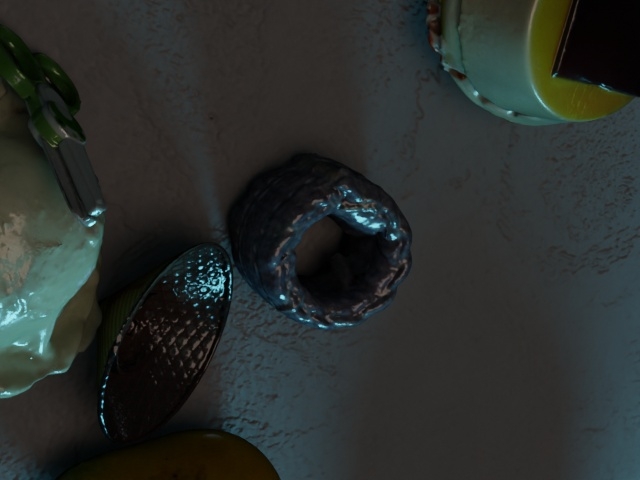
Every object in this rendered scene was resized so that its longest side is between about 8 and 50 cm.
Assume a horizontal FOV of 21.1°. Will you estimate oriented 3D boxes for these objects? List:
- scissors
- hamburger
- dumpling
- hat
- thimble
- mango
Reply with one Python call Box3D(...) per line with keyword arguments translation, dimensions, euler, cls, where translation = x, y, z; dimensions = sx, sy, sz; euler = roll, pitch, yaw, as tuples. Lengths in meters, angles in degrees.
Box3D(translation=(-0.206, -0.087, 1.330), dimensions=(0.027, 0.204, 0.101), euler=(-41, 138, 15), cls="scissors")
Box3D(translation=(0.227, -0.245, 1.534), dimensions=(0.227, 0.151, 0.295), euler=(28, 88, -37), cls="hamburger")
Box3D(translation=(-0.238, -0.008, 1.385), dimensions=(0.193, 0.147, 0.258), euler=(-15, 100, -52), cls="dumpling")
Box3D(translation=(-0.160, 0.074, 1.483), dimensions=(0.193, 0.082, 0.193), euler=(-48, 152, -35), cls="hat")
Box3D(translation=(0.001, 0.002, 1.524), dimensions=(0.150, 0.098, 0.150), euler=(-9, 111, -24), cls="thimble")
Box3D(translation=(-0.138, 0.248, 1.519), dimensions=(0.221, 0.120, 0.152), euler=(-13, 103, -20), cls="mango")
